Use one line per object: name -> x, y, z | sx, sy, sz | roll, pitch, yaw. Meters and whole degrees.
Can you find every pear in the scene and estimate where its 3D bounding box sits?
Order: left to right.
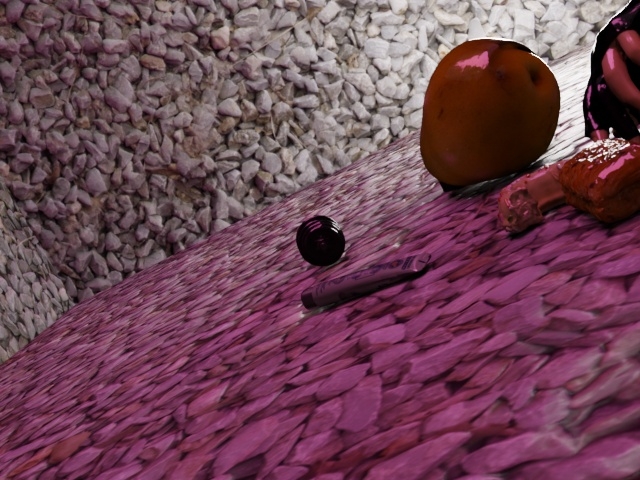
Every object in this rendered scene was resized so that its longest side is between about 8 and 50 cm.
pear -> 0.313, -0.244, 1.899 | 0.336, 0.285, 0.285 | -38, 2, 29

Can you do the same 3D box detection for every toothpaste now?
toothpaste -> 0.071, 0.066, 1.557 | 0.239, 0.039, 0.062 | -20, 15, 33

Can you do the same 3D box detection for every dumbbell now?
dumbbell -> 0.000, 0.000, 1.977 | 0.099, 0.099, 0.208 | -28, 8, 0

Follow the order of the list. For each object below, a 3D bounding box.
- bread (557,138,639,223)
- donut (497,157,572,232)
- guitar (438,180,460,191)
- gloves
bread -> 0.392, -0.085, 1.301 | 0.114, 0.083, 0.211 | -32, 6, 3
donut -> 0.330, -0.070, 1.452 | 0.166, 0.065, 0.108 | -30, 8, -12
guitar -> 0.376, -0.188, 2.107 | 0.271, 0.038, 0.084 | -33, 10, -16
gloves -> 0.527, -0.279, 1.622 | 0.152, 0.197, 0.301 | 6, 68, 26
